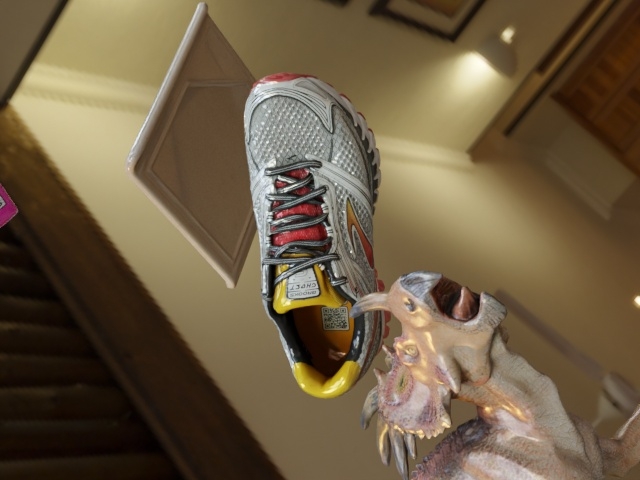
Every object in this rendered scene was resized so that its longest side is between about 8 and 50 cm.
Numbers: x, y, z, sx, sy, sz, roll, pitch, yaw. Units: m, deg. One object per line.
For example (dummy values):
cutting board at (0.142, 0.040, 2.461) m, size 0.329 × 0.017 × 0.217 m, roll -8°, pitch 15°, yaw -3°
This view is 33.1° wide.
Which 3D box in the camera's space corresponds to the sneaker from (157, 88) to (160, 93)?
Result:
sneaker at (-0.180, -0.161, 1.341) m, size 0.075 × 0.170 × 0.063 m, roll 42°, pitch -125°, yaw -25°

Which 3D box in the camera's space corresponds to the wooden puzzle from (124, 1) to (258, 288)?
wooden puzzle at (-0.118, -0.099, 1.164) m, size 0.239 × 0.044 × 0.221 m, roll 57°, pitch -137°, yaw -47°

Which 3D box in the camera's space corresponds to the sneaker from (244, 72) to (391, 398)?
sneaker at (0.000, 0.000, 0.706) m, size 0.093 × 0.088 × 0.225 m, roll -63°, pitch -38°, yaw -65°

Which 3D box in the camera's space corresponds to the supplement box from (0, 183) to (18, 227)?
supplement box at (-0.327, -0.078, 0.745) m, size 0.111 × 0.114 × 0.220 m, roll 25°, pitch 149°, yaw 39°

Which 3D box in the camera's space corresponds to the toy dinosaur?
toy dinosaur at (0.093, 0.154, 0.632) m, size 0.200 × 0.296 × 0.127 m, roll 16°, pitch -163°, yaw 8°
